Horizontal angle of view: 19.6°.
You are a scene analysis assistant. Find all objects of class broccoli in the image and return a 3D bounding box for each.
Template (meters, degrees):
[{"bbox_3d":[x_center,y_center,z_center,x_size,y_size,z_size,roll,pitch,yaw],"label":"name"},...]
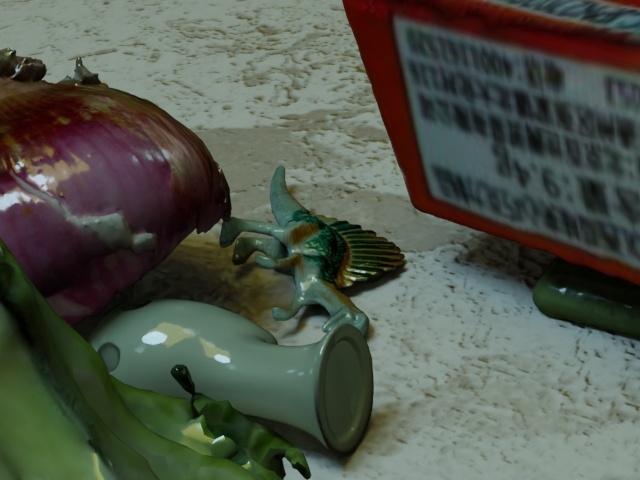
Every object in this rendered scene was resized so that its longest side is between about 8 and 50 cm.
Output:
[{"bbox_3d":[-0.111,0.126,0.744,0.288,0.245,0.248,-21,30,24],"label":"broccoli"}]

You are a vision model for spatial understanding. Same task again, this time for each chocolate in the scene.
[{"bbox_3d":[0.249,-0.098,1.030,0.341,0.161,0.360,-23,28,-35],"label":"chocolate"}]

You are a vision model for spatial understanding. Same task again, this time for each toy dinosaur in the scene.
[{"bbox_3d":[0.000,0.003,1.124,0.106,0.044,0.187,11,22,10],"label":"toy dinosaur"}]

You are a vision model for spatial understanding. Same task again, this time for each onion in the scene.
[{"bbox_3d":[-0.169,-0.027,1.057,0.230,0.163,0.230,-23,12,5],"label":"onion"}]

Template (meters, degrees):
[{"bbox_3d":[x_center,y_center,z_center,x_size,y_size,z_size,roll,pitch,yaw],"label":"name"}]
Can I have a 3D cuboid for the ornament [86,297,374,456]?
[{"bbox_3d":[-0.053,0.069,0.996,0.156,0.074,0.081,5,30,28],"label":"ornament"}]

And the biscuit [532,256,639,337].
[{"bbox_3d":[0.265,0.033,0.984,0.322,0.038,0.099,13,42,34],"label":"biscuit"}]
